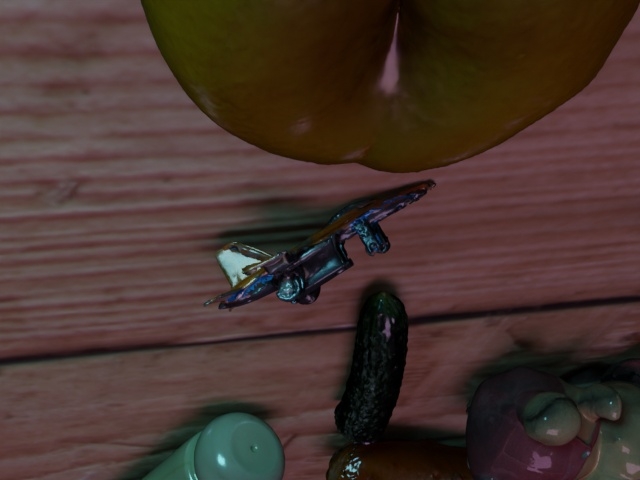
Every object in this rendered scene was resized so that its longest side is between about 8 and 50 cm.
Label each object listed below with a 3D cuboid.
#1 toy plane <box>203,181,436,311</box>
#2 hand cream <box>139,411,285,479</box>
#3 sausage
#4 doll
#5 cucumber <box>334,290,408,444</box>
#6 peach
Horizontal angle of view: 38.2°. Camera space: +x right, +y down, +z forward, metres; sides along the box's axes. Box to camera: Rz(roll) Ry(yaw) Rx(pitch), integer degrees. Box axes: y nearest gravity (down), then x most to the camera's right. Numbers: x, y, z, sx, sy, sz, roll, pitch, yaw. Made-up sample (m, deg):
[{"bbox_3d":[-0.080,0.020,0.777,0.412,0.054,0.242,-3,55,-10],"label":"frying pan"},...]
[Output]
[{"bbox_3d":[0.005,0.011,0.693,0.188,0.062,0.135,-18,171,4],"label":"toy plane"},{"bbox_3d":[-0.146,0.283,0.983,0.147,0.093,0.306,18,136,-30],"label":"hand cream"},{"bbox_3d":[0.152,0.278,1.050,0.330,0.102,0.102,14,136,-28],"label":"sausage"},{"bbox_3d":[0.277,0.207,0.945,0.255,0.152,0.196,6,153,-28],"label":"doll"},{"bbox_3d":[0.050,0.115,0.851,0.058,0.052,0.215,18,140,9],"label":"cucumber"},{"bbox_3d":[0.033,-0.133,0.447,0.251,0.153,0.251,-4,136,-3],"label":"peach"}]
